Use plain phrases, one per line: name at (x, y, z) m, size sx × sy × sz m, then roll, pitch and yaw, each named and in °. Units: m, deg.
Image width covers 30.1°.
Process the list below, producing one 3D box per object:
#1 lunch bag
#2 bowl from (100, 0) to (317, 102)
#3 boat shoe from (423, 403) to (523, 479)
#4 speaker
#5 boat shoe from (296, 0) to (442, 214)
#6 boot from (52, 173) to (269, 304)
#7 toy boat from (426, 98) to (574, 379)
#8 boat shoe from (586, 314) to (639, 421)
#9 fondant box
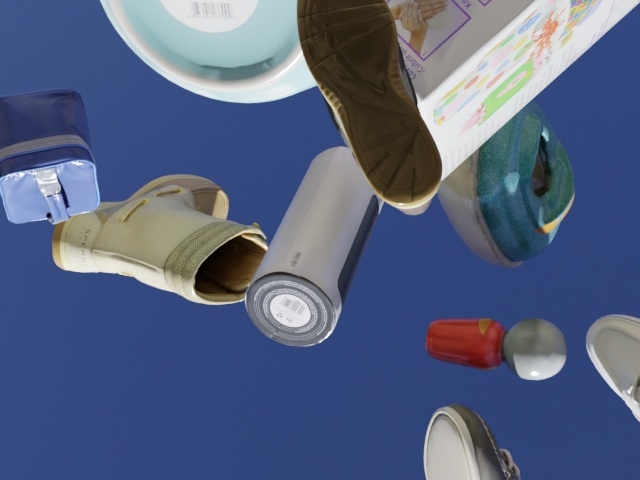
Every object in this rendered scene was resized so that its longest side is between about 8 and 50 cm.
lunch bag at (-0.183, -0.049, 0.789) m, size 0.067 × 0.098 × 0.065 m, roll -10°, pitch -111°, yaw -9°
bowl at (-0.062, -0.235, 0.967) m, size 0.311 × 0.311 × 0.163 m, roll -4°, pitch -146°, yaw 22°
boat shoe at (0.187, 0.300, 1.323) m, size 0.095 × 0.335 × 0.112 m, roll -23°, pitch -145°, yaw -19°
speaker at (0.000, 0.000, 0.719) m, size 0.055 × 0.055 × 0.136 m, roll -5°, pitch -147°, yaw 22°
boat shoe at (0.024, -0.082, 0.658) m, size 0.056 × 0.049 × 0.152 m, roll -16°, pitch -108°, yaw -2°
boot at (-0.131, -0.004, 1.296) m, size 0.203 × 0.262 × 0.095 m, roll 12°, pitch -74°, yaw 30°
toy boat at (0.212, -0.007, 1.304) m, size 0.148 × 0.267 × 0.318 m, roll 4°, pitch -105°, yaw 26°
boat shoe at (0.384, 0.167, 1.305) m, size 0.258 × 0.084 × 0.095 m, roll 42°, pitch -74°, yaw 37°
fondant box at (0.169, -0.203, 0.859) m, size 0.330 × 0.238 × 0.096 m, roll -43°, pitch -102°, yaw -2°
